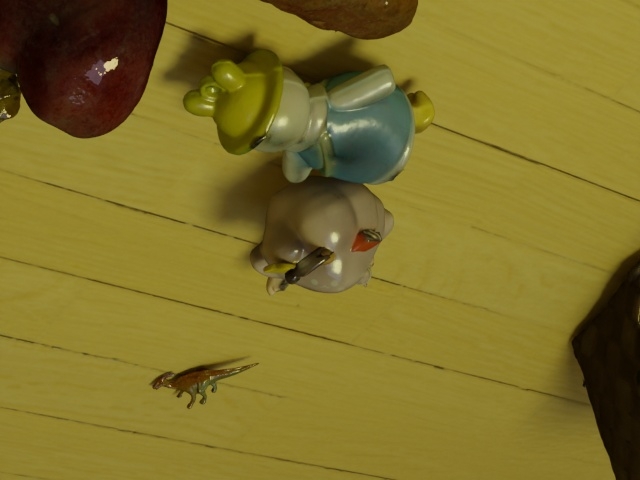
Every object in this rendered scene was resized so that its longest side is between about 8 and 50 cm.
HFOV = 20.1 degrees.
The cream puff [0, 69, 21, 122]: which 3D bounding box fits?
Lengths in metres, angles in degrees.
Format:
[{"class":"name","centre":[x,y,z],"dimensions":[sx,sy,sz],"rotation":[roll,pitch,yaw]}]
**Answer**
[{"class":"cream puff","centre":[-0.274,-0.121,1.437],"dimensions":[0.058,0.083,0.083],"rotation":[-44,154,-49]}]

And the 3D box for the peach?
[{"class":"peach","centre":[-0.183,-0.166,1.359],"dimensions":[0.152,0.152,0.152],"rotation":[-14,144,-11]}]

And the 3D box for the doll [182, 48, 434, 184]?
[{"class":"doll","centre":[-0.006,-0.107,1.560],"dimensions":[0.241,0.099,0.135],"rotation":[13,171,-37]}]

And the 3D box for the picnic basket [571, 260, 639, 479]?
[{"class":"picnic basket","centre":[0.455,0.142,1.958],"dimensions":[0.254,0.291,0.321],"rotation":[2,147,-30]}]

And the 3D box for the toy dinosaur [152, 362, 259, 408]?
[{"class":"toy dinosaur","centre":[-0.119,0.150,1.887],"dimensions":[0.113,0.026,0.041],"rotation":[-7,125,-6]}]

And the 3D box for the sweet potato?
[{"class":"sweet potato","centre":[-0.026,-0.227,1.410],"dimensions":[0.251,0.097,0.097],"rotation":[20,127,-37]}]

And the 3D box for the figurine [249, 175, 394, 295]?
[{"class":"figurine","centre":[0.000,0.000,1.677],"dimensions":[0.137,0.112,0.229],"rotation":[-10,170,-5]}]
